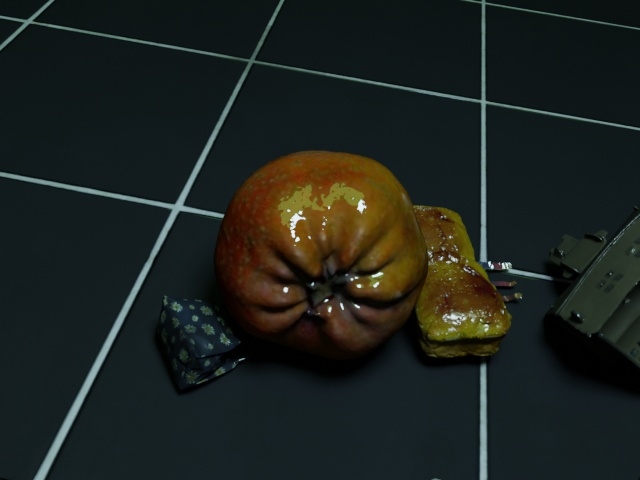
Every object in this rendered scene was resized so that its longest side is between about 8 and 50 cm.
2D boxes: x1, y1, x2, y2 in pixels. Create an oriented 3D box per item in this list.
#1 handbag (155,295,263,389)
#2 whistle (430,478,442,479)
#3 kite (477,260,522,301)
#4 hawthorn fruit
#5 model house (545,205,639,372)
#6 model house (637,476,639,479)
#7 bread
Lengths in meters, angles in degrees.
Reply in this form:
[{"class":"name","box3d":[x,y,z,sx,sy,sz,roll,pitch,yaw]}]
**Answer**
[{"class":"handbag","box3d":[-0.135,0.121,0.920,0.139,0.072,0.115,-8,39,-30]},{"class":"whistle","box3d":[0.042,0.317,0.720,0.258,0.067,0.126,-14,3,-37]},{"class":"kite","box3d":[0.178,0.062,1.063,0.245,0.015,0.141,0,45,-3]},{"class":"hawthorn fruit","box3d":[0.000,0.000,0.936,0.277,0.277,0.298,0,22,-8]},{"class":"model house","box3d":[0.432,0.062,1.001,0.204,0.211,0.243,40,2,-23]},{"class":"model house","box3d":[0.382,0.330,0.724,0.152,0.165,0.106,20,28,12]},{"class":"bread","box3d":[0.179,0.048,1.013,0.139,0.077,0.271,-1,41,-9]}]
